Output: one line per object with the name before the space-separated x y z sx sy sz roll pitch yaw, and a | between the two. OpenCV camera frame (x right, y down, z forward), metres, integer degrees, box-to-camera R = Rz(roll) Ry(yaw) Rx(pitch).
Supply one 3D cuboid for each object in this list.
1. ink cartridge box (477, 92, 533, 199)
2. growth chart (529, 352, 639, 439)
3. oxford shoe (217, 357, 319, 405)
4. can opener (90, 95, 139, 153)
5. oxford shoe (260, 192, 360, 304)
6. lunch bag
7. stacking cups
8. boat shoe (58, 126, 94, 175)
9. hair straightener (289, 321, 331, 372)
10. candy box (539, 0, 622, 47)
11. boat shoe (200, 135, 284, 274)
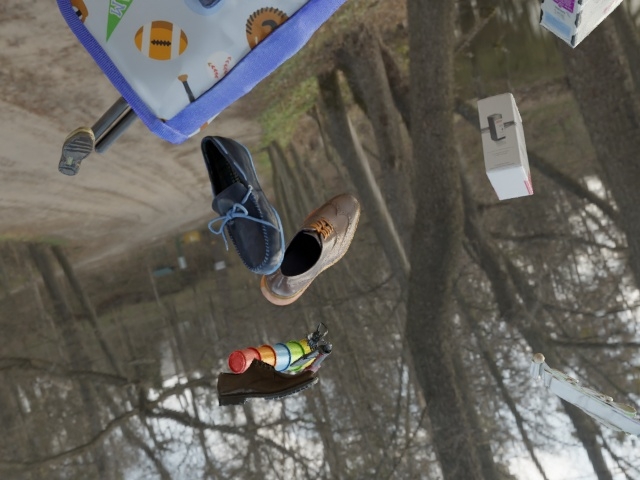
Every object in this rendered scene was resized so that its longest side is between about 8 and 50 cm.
ink cartridge box | 0.465 -0.236 1.749 0.092 0.218 0.158 -10 153 23
growth chart | 0.435 0.257 1.102 0.021 0.237 0.172 -56 164 -12
oxford shoe | -0.118 0.302 1.524 0.227 0.096 0.083 -8 172 1
can opener | -0.505 -0.333 1.812 0.283 0.076 0.095 -43 -150 10
oxford shoe | 0.000 0.000 1.673 0.364 0.130 0.133 -53 177 -32
lunch bag | -0.115 -0.334 0.751 0.327 0.386 0.239 -36 148 16
stacking cups | -0.136 0.341 1.982 0.096 0.096 0.316 -11 172 37
boat shoe | -0.601 -0.235 1.709 0.068 0.072 0.190 21 145 -29
hair straightener | -0.026 0.246 1.572 0.047 0.089 0.230 -10 154 -21
candy box | 0.375 -0.389 0.922 0.159 0.071 0.233 -43 157 -3
boat shoe | -0.142 -0.057 1.118 0.109 0.258 0.089 -41 148 21
